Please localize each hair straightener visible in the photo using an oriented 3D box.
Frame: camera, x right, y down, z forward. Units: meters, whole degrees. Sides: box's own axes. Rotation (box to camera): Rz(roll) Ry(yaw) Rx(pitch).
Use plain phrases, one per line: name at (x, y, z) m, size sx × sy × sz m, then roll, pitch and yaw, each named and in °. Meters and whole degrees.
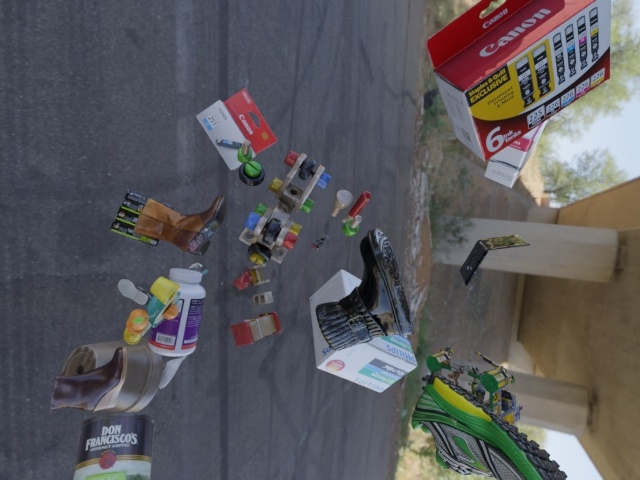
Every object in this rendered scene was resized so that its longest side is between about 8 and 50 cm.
hair straightener at (0.000, 0.000, 2.056) m, size 0.089 × 0.047 × 0.230 m, roll -46°, pitch 180°, yaw -5°

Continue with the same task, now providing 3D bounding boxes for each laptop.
laptop at (0.724, 0.079, 1.725) m, size 0.264 × 0.137 × 0.234 m, roll -64°, pitch 173°, yaw 14°

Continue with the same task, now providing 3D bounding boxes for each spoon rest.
spoon rest at (-0.680, 0.566, 1.902) m, size 0.084 × 0.137 × 0.276 m, roll 37°, pitch 27°, yaw -22°

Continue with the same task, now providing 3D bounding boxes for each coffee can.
coffee can at (-0.583, 0.657, 1.150) m, size 0.201 × 0.201 × 0.275 m, roll 65°, pitch 10°, yaw -53°

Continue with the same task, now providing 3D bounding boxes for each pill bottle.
pill bottle at (-0.563, 0.281, 1.622) m, size 0.181 × 0.181 × 0.323 m, roll 9°, pitch 93°, yaw -69°

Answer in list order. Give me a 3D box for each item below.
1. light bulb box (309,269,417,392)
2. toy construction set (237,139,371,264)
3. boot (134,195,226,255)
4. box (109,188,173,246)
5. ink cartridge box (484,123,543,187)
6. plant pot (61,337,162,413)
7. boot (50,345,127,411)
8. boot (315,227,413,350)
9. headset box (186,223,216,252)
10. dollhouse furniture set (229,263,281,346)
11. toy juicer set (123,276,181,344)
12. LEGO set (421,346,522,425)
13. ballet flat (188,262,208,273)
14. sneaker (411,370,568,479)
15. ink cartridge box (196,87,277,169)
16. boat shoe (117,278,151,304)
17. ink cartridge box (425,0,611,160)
light bulb box at (0.166, 0.376, 1.701) m, size 0.358 × 0.225 × 0.361 m, roll 30°, pitch 29°, yaw -27°
toy construction set at (-0.061, -0.054, 0.995) m, size 0.237 × 0.309 × 0.257 m, roll 123°, pitch -31°, yaw -58°
boot at (-0.525, -0.097, 1.555) m, size 0.096 × 0.280 × 0.264 m, roll 90°, pitch 21°, yaw -75°
box at (-0.732, -0.092, 1.677) m, size 0.191 × 0.045 × 0.184 m, roll 23°, pitch 89°, yaw -26°
ink cartridge box at (0.597, -0.303, 1.237) m, size 0.172 × 0.100 × 0.237 m, roll -54°, pitch 157°, yaw -16°
plant pot at (-0.875, 0.546, 1.679) m, size 0.280 × 0.323 × 0.323 m, roll 41°, pitch 58°, yaw -59°
boot at (-0.796, 0.478, 1.413) m, size 0.207 × 0.090 × 0.248 m, roll 15°, pitch 96°, yaw -31°
boot at (0.100, 0.153, 1.159) m, size 0.131 × 0.260 × 0.348 m, roll -57°, pitch 132°, yaw -67°
headset box at (-0.364, -0.004, 1.239) m, size 0.032 × 0.083 × 0.062 m, roll 46°, pitch 27°, yaw -6°
dollhouse furniture set at (-0.357, 0.325, 2.078) m, size 0.201 × 0.152 × 0.374 m, roll -10°, pitch 83°, yaw -47°
toy juicer set at (-0.511, 0.241, 1.274) m, size 0.209 × 0.089 × 0.329 m, roll -57°, pitch -176°, yaw -23°
LEGO set at (0.537, 0.499, 1.405) m, size 0.192 × 0.331 × 0.255 m, roll -7°, pitch 87°, yaw -36°
ballet flat at (-0.596, 0.143, 1.974) m, size 0.203 × 0.074 × 0.074 m, roll -92°, pitch -173°, yaw -86°
sneaker at (0.316, 0.406, 0.780) m, size 0.134 × 0.343 × 0.146 m, roll 31°, pitch 89°, yaw -30°
ink cartridge box at (-0.392, -0.527, 1.925) m, size 0.296 × 0.261 × 0.066 m, roll 58°, pitch 6°, yaw -7°
boat shoe at (-0.587, 0.165, 1.292) m, size 0.046 × 0.125 × 0.038 m, roll -61°, pitch 163°, yaw -11°
ink cartridge box at (0.409, -0.369, 0.841) m, size 0.272 × 0.309 × 0.130 m, roll 47°, pitch 12°, yaw -44°
